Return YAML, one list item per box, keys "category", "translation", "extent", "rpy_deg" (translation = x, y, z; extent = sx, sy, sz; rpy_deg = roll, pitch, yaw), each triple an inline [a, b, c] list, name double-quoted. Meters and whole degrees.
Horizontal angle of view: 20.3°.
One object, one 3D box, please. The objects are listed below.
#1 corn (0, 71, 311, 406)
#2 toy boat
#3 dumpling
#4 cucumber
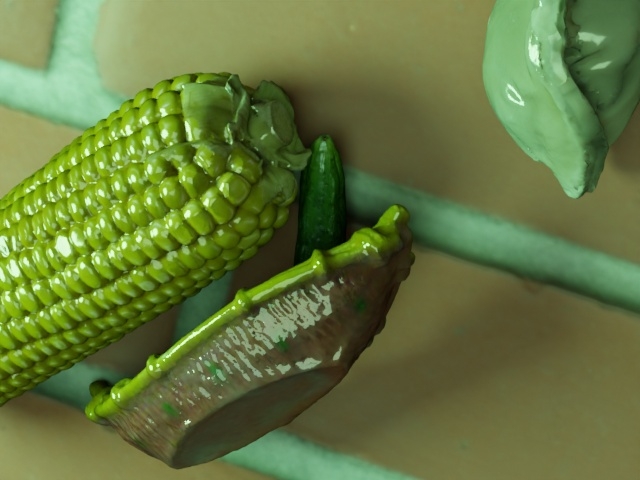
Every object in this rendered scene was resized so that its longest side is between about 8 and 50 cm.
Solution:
- category: "corn"
  translation: [-0.177, 0.015, 1.264]
  extent: [0.387, 0.144, 0.144]
  rpy_deg: [-33, 97, 18]
- category: "toy boat"
  translation: [-0.053, 0.083, 1.253]
  extent: [0.318, 0.141, 0.099]
  rpy_deg: [-32, 59, 33]
- category: "dumpling"
  translation: [0.161, -0.117, 1.148]
  extent: [0.118, 0.136, 0.199]
  rpy_deg: [-9, 116, 9]
- category: "cucumber"
  translation: [0.000, 0.000, 1.269]
  extent: [0.039, 0.039, 0.168]
  rpy_deg: [8, 115, 11]
